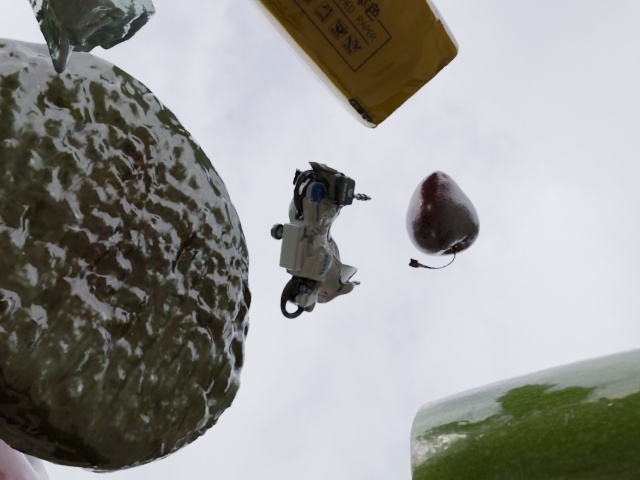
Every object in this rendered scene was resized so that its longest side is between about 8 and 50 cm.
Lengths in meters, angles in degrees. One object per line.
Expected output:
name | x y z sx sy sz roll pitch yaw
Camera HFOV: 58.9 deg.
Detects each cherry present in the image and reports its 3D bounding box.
cherry | 0.176 -0.039 0.902 0.188 0.115 0.148 3 -80 -42

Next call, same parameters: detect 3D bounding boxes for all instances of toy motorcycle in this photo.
toy motorcycle | 0.000 0.000 0.817 0.102 0.150 0.221 13 -81 37

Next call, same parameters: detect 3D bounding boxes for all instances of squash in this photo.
squash | 0.333 0.283 0.707 0.384 0.263 0.263 -23 -79 25

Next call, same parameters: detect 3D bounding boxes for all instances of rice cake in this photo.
rice cake | -0.177 -0.219 0.376 0.069 0.063 0.207 -24 -90 36

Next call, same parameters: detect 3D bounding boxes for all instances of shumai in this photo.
shumai | -0.280 0.035 0.572 0.323 0.324 0.398 -18 -70 38

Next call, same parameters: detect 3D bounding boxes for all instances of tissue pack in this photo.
tissue pack | 0.012 -0.415 0.937 0.228 0.293 0.382 -42 -61 13

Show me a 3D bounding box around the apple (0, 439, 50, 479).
apple | -0.540 0.356 0.779 0.269 0.344 0.345 -30 -79 -26
